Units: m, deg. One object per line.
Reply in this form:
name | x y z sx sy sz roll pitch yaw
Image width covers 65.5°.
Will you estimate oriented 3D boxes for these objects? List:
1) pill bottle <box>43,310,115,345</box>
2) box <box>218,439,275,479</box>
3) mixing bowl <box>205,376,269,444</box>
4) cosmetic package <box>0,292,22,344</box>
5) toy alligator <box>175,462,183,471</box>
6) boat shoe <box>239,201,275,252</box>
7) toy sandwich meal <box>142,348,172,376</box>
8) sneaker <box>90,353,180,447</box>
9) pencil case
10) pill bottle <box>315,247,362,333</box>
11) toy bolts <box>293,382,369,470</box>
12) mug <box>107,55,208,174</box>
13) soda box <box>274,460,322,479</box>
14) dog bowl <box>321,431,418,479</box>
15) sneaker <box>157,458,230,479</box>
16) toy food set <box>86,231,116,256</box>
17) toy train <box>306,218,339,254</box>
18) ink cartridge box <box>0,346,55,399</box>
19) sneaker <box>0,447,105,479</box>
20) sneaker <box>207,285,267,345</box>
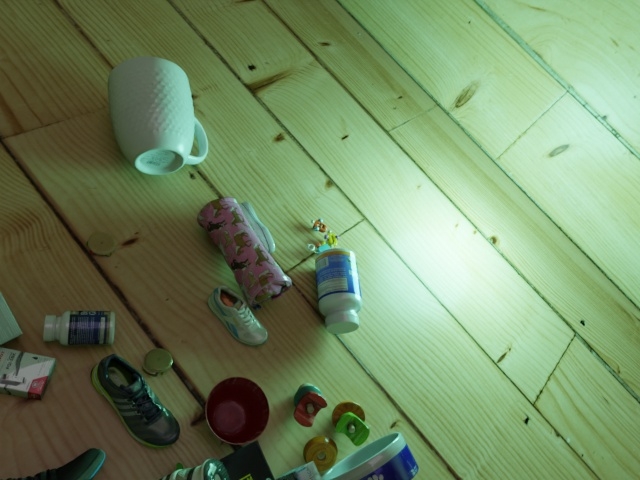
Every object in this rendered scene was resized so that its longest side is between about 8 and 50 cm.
pill bottle | -0.651 0.237 1.350 0.169 0.094 0.094 4 58 -25
box | -0.216 0.662 1.325 0.191 0.045 0.184 -15 70 -34
mixing bowl | -0.243 0.485 1.393 0.181 0.098 0.181 14 54 -20
cosmetic package | -0.879 0.234 1.212 0.238 0.107 0.127 -27 97 -35
toy alligator | -0.347 0.662 1.253 0.051 0.056 0.189 -22 75 -5
boat shoe | -0.243 -0.036 1.762 0.076 0.083 0.226 -23 60 -24
toy sandwich meal | -0.463 0.348 1.418 0.086 0.029 0.085 15 42 -15
sneaker | -0.483 0.417 1.300 0.300 0.121 0.111 42 51 4
pencil case | -0.253 0.031 1.624 0.160 0.167 0.386 -14 60 -45
pill bottle | 0.064 0.176 1.720 0.152 0.152 0.272 8 56 -22
toy bolts | -0.001 0.536 1.495 0.228 0.158 0.218 43 90 -8
mug | -0.542 -0.397 1.742 0.374 0.276 0.328 19 52 -55
soda box | -0.063 0.641 1.326 0.063 0.183 0.058 -16 68 -33
dog bowl | 0.133 0.643 1.373 0.265 0.265 0.104 -19 72 -35
sneaker | -0.298 0.750 1.168 0.258 0.169 0.447 -17 93 6
toy food set | -0.675 0.011 1.536 0.083 0.020 0.082 18 53 -16
toy train | 0.000 0.000 1.876 0.125 0.046 0.166 26 48 -8
ink cartridge box | -0.757 0.336 1.255 0.135 0.056 0.099 17 54 -17
sneaker | -0.653 0.569 1.109 0.341 0.125 0.139 -33 79 -38
sneaker | -0.254 0.237 1.556 0.229 0.092 0.087 42 49 2
